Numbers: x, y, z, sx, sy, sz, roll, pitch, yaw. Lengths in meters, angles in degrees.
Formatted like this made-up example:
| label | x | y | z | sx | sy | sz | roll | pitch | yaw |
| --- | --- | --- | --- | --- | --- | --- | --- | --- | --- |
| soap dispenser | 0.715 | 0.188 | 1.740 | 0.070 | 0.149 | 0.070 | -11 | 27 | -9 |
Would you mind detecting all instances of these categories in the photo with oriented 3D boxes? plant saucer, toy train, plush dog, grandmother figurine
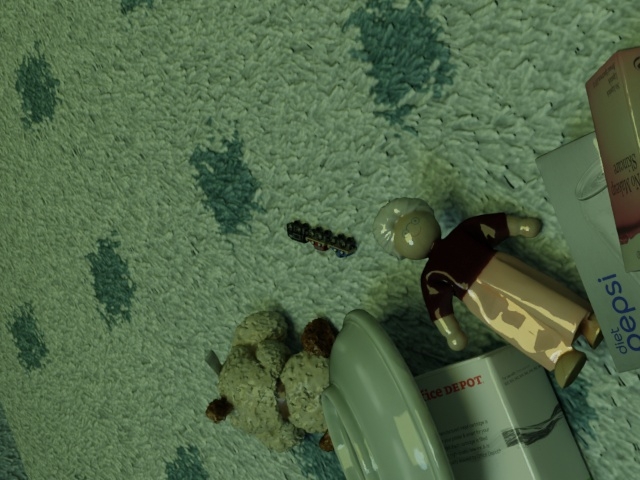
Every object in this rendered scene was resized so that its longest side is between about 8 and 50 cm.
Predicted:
| label | x | y | z | sx | sy | sz | roll | pitch | yaw |
| --- | --- | --- | --- | --- | --- | --- | --- | --- | --- |
| plant saucer | 0.084 | 0.302 | 1.424 | 0.400 | 0.101 | 0.400 | 161 | 90 | -79 |
| toy train | 0.000 | 0.000 | 1.618 | 0.158 | 0.027 | 0.036 | 18 | 117 | 43 |
| plush dog | -0.054 | 0.254 | 1.652 | 0.225 | 0.211 | 0.262 | -9 | 94 | 24 |
| grandmother figurine | 0.218 | 0.045 | 1.296 | 0.342 | 0.208 | 0.104 | 33 | 160 | 23 |

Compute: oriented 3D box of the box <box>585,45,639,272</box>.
| label | x | y | z | sx | sy | sz | roll | pitch | yaw |
| --- | --- | --- | --- | --- | --- | --- | --- | --- | --- |
| box | 0.386 | -0.090 | 1.048 | 0.148 | 0.127 | 0.232 | 66 | -167 | -84 |

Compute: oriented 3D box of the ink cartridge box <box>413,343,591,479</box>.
| label | x | y | z | sx | sy | sz | roll | pitch | yaw |
| --- | --- | --- | --- | --- | --- | --- | --- | --- | --- |
| ink cartridge box | 0.249 | 0.297 | 1.373 | 0.198 | 0.115 | 0.272 | -29 | 80 | 47 |

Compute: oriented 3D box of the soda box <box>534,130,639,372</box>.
| label | x | y | z | sx | sy | sz | roll | pitch | yaw |
| --- | --- | --- | --- | --- | --- | --- | --- | --- | --- |
| soda box | 0.371 | 0.008 | 1.178 | 0.098 | 0.091 | 0.286 | -25 | 83 | 47 |
